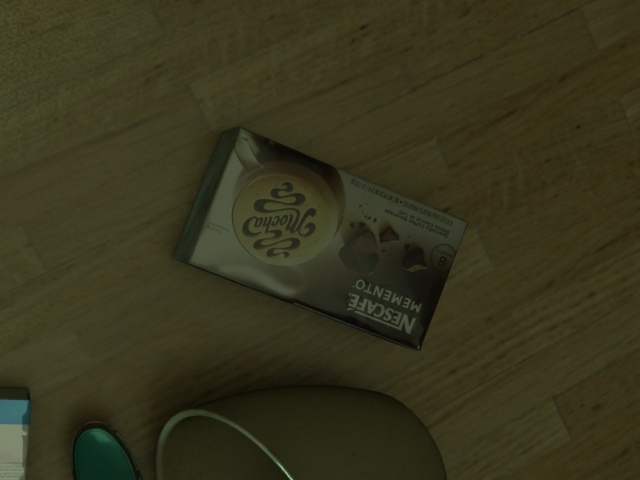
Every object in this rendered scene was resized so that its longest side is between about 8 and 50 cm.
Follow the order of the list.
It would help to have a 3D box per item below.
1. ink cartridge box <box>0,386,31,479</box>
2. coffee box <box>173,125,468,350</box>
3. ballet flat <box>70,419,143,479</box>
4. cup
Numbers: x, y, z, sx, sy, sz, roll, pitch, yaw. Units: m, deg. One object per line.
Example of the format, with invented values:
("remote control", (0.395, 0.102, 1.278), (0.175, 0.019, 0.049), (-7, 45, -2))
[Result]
("ink cartridge box", (-0.376, 0.241, 1.476), (0.090, 0.092, 0.143), (4, 91, -15))
("coffee box", (0.000, 0.000, 1.549), (0.297, 0.119, 0.168), (23, 86, -15))
("ballet flat", (-0.227, 0.303, 1.526), (0.077, 0.079, 0.221), (-23, 101, 4))
("cup", (0.005, 0.296, 1.492), (0.237, 0.331, 0.331), (-24, 100, -36))
